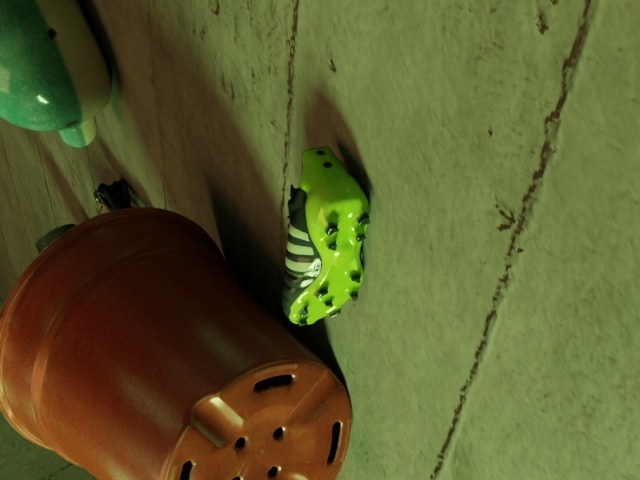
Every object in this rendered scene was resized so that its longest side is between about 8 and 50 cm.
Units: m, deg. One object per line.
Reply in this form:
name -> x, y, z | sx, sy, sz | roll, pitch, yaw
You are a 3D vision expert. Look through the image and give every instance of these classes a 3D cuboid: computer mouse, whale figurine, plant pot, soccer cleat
computer mouse -> -0.272, 0.054, 1.699 | 0.184, 0.060, 0.262 | -121, 37, -48
whale figurine -> -0.333, -0.197, 1.542 | 0.216, 0.141, 0.272 | 65, 163, -4
plant pot -> -0.128, 0.143, 1.264 | 0.265, 0.272, 0.272 | 33, 146, 45
soccer cleat -> 0.000, 0.000, 1.013 | 0.179, 0.060, 0.072 | 105, 147, -55

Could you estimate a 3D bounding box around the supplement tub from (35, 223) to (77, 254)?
supplement tub -> -0.355, 0.076, 2.037 | 0.198, 0.106, 0.106 | 61, 162, 11
